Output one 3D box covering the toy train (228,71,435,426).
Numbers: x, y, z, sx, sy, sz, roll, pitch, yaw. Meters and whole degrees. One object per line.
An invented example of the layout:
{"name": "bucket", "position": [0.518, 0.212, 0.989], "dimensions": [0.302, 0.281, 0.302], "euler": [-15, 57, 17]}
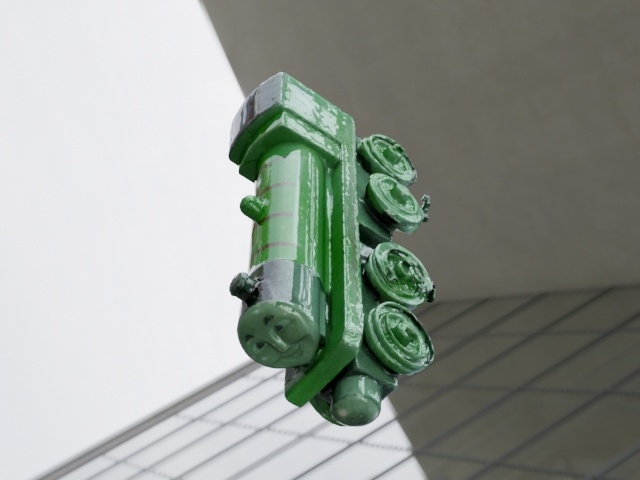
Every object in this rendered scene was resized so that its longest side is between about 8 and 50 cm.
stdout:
{"name": "toy train", "position": [0.000, 0.000, 0.732], "dimensions": [0.119, 0.085, 0.251], "euler": [32, 30, -21]}
